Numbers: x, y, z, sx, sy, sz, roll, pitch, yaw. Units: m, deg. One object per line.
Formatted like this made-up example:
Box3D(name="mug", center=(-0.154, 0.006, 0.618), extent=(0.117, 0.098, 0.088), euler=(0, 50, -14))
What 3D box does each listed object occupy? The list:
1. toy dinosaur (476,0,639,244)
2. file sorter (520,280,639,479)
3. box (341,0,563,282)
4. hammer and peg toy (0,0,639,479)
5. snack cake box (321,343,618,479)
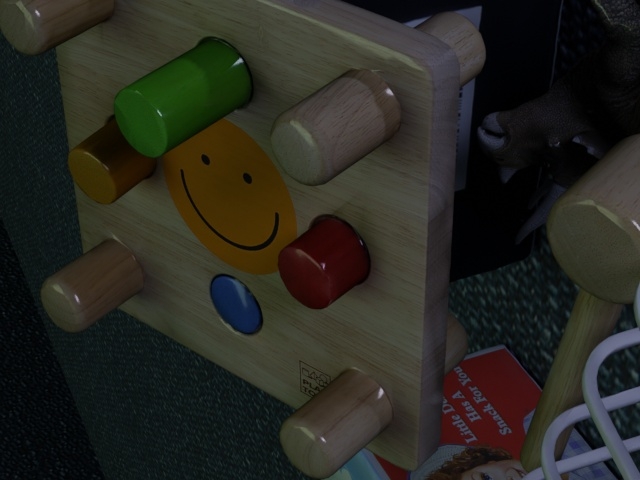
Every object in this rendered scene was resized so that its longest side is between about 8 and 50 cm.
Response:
Box3D(name="toy dinosaur", center=(0.197, -0.067, 0.723), extent=(0.313, 0.121, 0.160), euler=(23, 138, 58))
Box3D(name="file sorter", center=(0.207, 0.132, 0.691), extent=(0.278, 0.192, 0.173), euler=(105, 147, -54))
Box3D(name="box", center=(-0.027, -0.182, 1.037), extent=(0.395, 0.212, 0.293), euler=(52, 151, 44))
Box3D(name="hammer and peg toy", center=(0.000, 0.000, 0.761), extent=(0.361, 0.127, 0.266), euler=(27, 135, 30))
Box3D(name="snack cake box", center=(0.121, 0.198, 1.010), extent=(0.264, 0.152, 0.089), euler=(-127, 28, -45))
